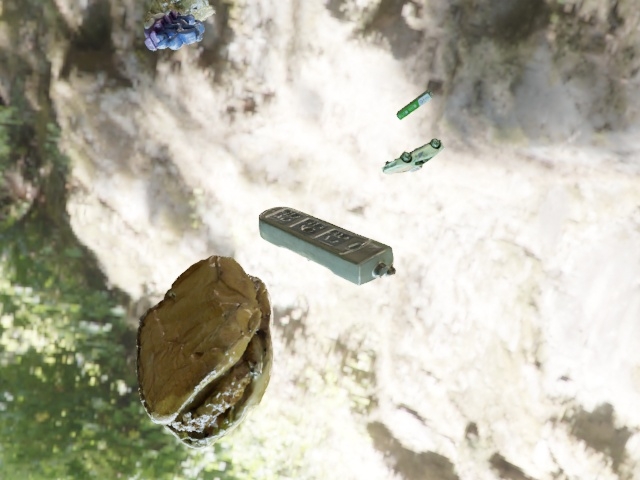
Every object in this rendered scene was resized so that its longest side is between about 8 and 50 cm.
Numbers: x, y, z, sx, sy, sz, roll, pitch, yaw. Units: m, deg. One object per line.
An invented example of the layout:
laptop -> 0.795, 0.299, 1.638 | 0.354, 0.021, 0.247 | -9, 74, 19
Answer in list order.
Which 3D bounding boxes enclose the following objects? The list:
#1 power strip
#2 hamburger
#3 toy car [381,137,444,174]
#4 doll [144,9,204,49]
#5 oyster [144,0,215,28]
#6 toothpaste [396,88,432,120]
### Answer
power strip -> 0.000, 0.002, 1.662 | 0.080, 0.048, 0.286 | -23, -147, -38
hamburger -> -0.171, 0.172, 1.558 | 0.145, 0.259, 0.283 | 40, -153, -29
toy car -> 0.229, -0.199, 2.527 | 0.186, 0.093, 0.058 | -26, -89, -35
doll -> -0.305, -0.437, 2.118 | 0.206, 0.067, 0.110 | 19, -123, 44
oyster -> -0.391, -0.588, 2.682 | 0.161, 0.233, 0.107 | 39, -130, -15
toothpaste -> 0.188, -0.271, 2.043 | 0.017, 0.083, 0.020 | 48, -150, -15
